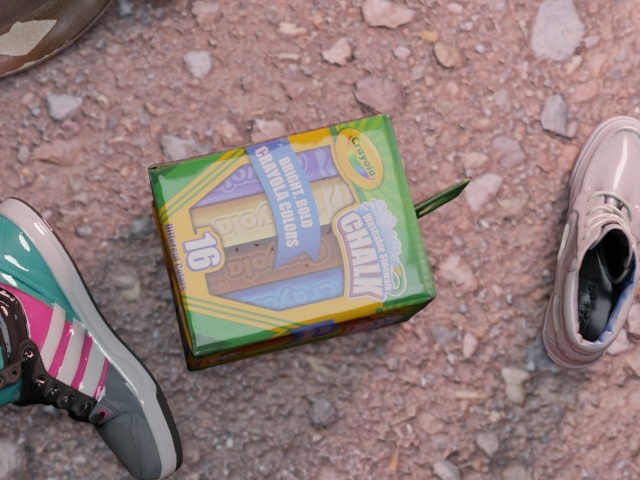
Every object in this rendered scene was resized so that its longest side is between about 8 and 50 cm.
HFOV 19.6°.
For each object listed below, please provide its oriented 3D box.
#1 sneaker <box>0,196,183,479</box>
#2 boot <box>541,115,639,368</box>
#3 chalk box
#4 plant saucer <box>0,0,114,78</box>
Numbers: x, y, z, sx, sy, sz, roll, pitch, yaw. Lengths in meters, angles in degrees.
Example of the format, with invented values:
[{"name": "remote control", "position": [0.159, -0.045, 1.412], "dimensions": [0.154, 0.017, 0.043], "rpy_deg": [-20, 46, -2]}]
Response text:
[{"name": "sneaker", "position": [-0.262, 0.128, 1.664], "dimensions": [0.178, 0.124, 0.295], "rpy_deg": [-38, 100, -29]}, {"name": "boot", "position": [0.280, -0.006, 1.773], "dimensions": [0.095, 0.123, 0.258], "rpy_deg": [14, 79, -3]}, {"name": "chalk box", "position": [0.000, 0.000, 1.719], "dimensions": [0.289, 0.180, 0.179], "rpy_deg": [-12, 81, -6]}, {"name": "plant saucer", "position": [-0.314, -0.276, 1.689], "dimensions": [0.311, 0.310, 0.050], "rpy_deg": [-23, 51, -9]}]
